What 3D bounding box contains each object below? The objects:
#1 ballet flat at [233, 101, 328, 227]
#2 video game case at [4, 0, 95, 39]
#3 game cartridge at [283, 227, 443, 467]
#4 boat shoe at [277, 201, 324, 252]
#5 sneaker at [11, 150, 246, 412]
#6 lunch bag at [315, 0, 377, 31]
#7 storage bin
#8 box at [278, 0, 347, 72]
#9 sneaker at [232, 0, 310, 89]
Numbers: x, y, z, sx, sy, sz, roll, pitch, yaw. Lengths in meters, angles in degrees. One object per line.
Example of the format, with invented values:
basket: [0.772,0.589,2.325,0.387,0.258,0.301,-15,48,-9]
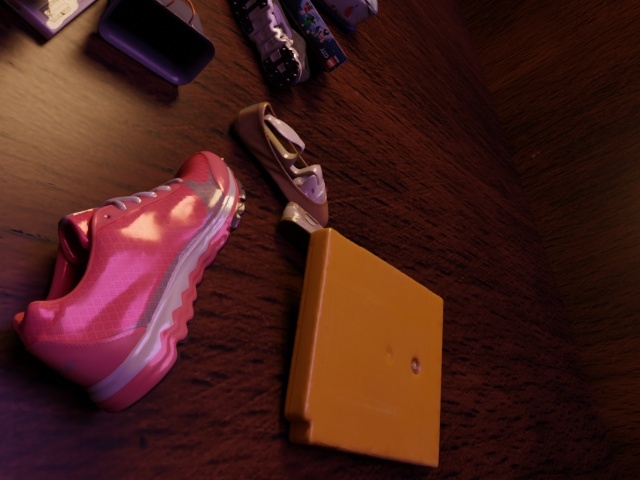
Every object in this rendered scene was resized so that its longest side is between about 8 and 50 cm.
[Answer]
ballet flat: [-0.043,-0.113,0.785,0.232,0.073,0.080,49,36,-23]
video game case: [-0.328,-0.321,0.569,0.143,0.019,0.157,44,39,-29]
game cartridge: [0.083,0.172,0.751,0.323,0.052,0.286,31,57,-39]
boat shoe: [-0.002,0.000,0.786,0.153,0.056,0.048,38,45,-25]
sneaker: [-0.172,-0.006,0.489,0.136,0.115,0.314,42,39,-29]
lunch bag: [0.033,-0.703,1.261,0.243,0.115,0.304,20,54,-45]
storage bin: [-0.210,-0.292,0.658,0.135,0.098,0.091,26,39,-45]
box: [-0.038,-0.441,0.982,0.233,0.044,0.159,52,7,-18]
sneaker: [-0.084,-0.380,0.911,0.234,0.078,0.106,65,26,0]
